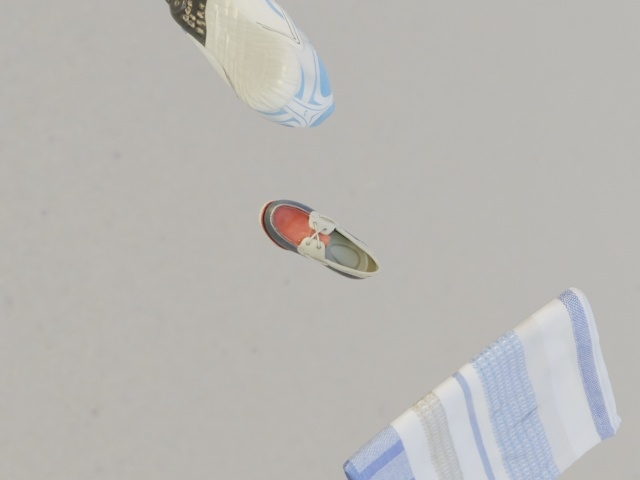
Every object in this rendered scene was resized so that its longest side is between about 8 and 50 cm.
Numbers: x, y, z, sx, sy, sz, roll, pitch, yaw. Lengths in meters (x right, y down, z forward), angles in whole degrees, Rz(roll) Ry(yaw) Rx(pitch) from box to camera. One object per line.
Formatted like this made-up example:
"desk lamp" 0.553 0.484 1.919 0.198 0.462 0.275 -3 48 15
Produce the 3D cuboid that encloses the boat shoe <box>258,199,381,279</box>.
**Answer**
"boat shoe" 0.000 0.000 1.781 0.137 0.043 0.049 32 79 -33

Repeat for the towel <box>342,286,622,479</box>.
"towel" 0.157 0.189 1.703 0.034 0.285 0.209 39 -23 43

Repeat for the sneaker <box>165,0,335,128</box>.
"sneaker" -0.064 -0.182 1.604 0.086 0.085 0.237 34 19 -53
